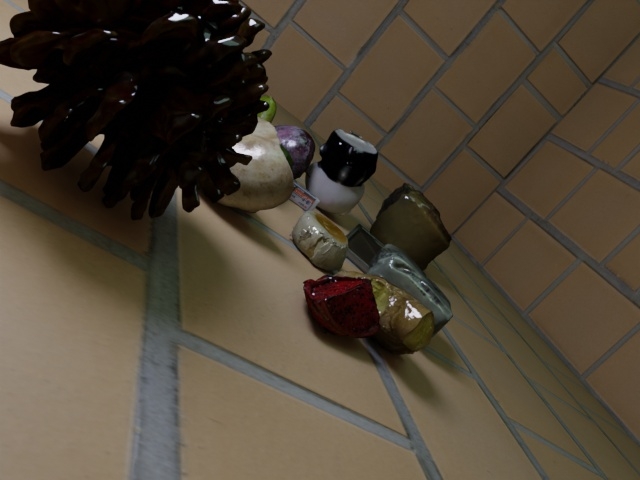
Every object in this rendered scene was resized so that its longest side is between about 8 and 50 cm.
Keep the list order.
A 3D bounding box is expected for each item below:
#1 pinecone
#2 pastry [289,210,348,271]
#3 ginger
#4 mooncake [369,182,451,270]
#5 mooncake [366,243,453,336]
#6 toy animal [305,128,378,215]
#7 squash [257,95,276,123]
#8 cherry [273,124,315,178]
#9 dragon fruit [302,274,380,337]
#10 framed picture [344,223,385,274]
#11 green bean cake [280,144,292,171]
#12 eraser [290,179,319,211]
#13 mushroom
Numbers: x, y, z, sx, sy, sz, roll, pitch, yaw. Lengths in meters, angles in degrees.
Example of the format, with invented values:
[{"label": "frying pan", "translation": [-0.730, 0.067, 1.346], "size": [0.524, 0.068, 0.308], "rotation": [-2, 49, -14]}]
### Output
[{"label": "pinecone", "translation": [-0.246, -0.211, 0.816], "size": [0.397, 0.398, 0.398], "rotation": [38, 14, -11]}, {"label": "pastry", "translation": [0.000, 0.000, 1.381], "size": [0.165, 0.088, 0.166], "rotation": [35, 17, -13]}, {"label": "ginger", "translation": [0.123, 0.141, 1.201], "size": [0.270, 0.123, 0.219], "rotation": [38, -13, 30]}, {"label": "mooncake", "translation": [0.345, -0.081, 2.242], "size": [0.393, 0.246, 0.394], "rotation": [36, 17, -43]}, {"label": "mooncake", "translation": [0.222, 0.135, 1.451], "size": [0.250, 0.136, 0.254], "rotation": [44, 9, 6]}, {"label": "toy animal", "translation": [0.067, -0.226, 1.857], "size": [0.212, 0.267, 0.213], "rotation": [23, 31, -14]}, {"label": "squash", "translation": [-0.205, -0.382, 1.798], "size": [0.095, 0.188, 0.095], "rotation": [39, 11, -9]}, {"label": "cherry", "translation": [-0.111, -0.281, 1.771], "size": [0.195, 0.195, 0.195], "rotation": [38, 14, -11]}, {"label": "dragon fruit", "translation": [0.024, 0.136, 1.073], "size": [0.161, 0.120, 0.127], "rotation": [-16, 97, -45]}, {"label": "framed picture", "translation": [0.210, 0.083, 1.804], "size": [0.326, 0.028, 0.446], "rotation": [41, 14, 4]}, {"label": "green bean cake", "translation": [-0.187, -0.242, 1.557], "size": [0.222, 0.125, 0.248], "rotation": [45, 17, 8]}, {"label": "eraser", "translation": [-0.064, -0.138, 1.698], "size": [0.122, 0.052, 0.029], "rotation": [34, 16, -25]}, {"label": "mushroom", "translation": [-0.190, -0.154, 1.220], "size": [0.188, 0.195, 0.254], "rotation": [-8, 44, -26]}]
